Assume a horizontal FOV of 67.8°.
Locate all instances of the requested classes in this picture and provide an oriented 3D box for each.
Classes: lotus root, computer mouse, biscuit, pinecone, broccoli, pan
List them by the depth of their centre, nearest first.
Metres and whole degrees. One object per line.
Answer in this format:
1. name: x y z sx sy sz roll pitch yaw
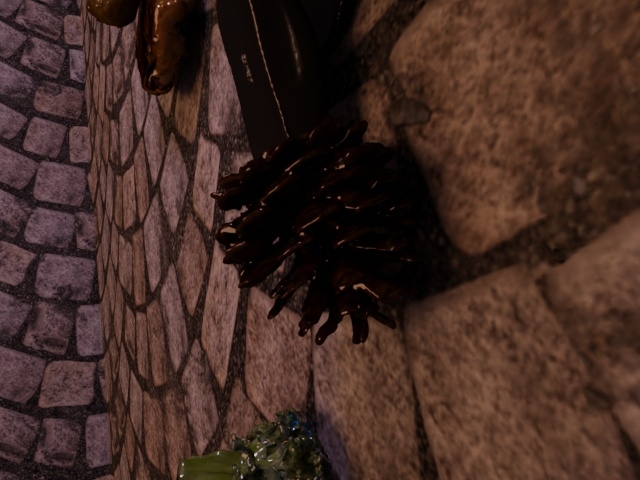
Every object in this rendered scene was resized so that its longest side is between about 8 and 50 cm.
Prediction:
1. pinecone: 0.004 0.002 0.377 0.163 0.162 0.165 -39 75 52
2. computer mouse: -0.041 -0.167 0.469 0.122 0.073 0.217 0 105 66
3. broccoli: -0.068 0.247 0.491 0.167 0.160 0.155 -105 29 -54
4. pan: -0.031 -0.232 0.534 0.235 0.028 0.136 -34 62 50
5. lotus root: -0.372 -0.486 0.881 0.190 0.094 0.108 -42 53 42
6. biscuit: -0.300 -0.435 0.914 0.290 0.081 0.334 -63 38 38
